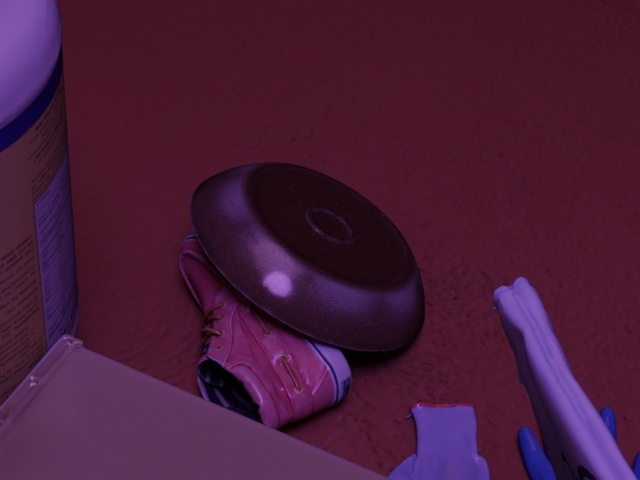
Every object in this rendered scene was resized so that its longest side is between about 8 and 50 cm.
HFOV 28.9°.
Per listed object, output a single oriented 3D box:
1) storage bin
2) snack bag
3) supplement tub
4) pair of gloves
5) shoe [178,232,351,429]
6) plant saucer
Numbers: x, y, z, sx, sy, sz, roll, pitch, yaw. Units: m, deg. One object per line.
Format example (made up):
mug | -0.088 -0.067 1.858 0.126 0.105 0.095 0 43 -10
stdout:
storage bin | -0.095 0.215 0.674 0.262 0.123 0.260 21 45 14
snack bag | 0.179 0.222 0.548 0.037 0.323 0.342 -23 33 2
supplement tub | -0.268 -0.011 0.738 0.241 0.331 0.241 4 43 -4
pair of gloves | 0.131 0.169 0.826 0.198 0.023 0.159 4 43 -4
shoe | -0.064 0.063 0.882 0.081 0.063 0.178 -24 55 -36
plant saucer | 0.000 0.000 0.921 0.198 0.036 0.198 24 29 -14
